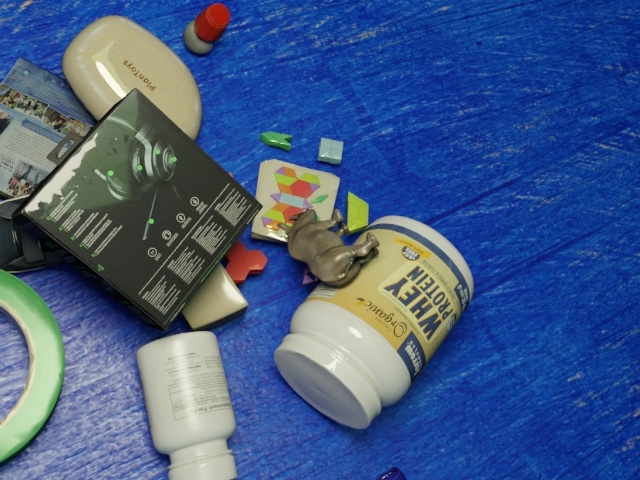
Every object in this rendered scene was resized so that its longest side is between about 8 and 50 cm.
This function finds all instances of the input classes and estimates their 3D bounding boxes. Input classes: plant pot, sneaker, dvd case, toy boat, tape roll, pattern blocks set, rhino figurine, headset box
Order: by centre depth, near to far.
[{"bbox_3d":[-0.549,0.191,1.121,0.321,0.077,0.321,6,68,-16],"label":"tape roll"},{"bbox_3d":[-0.278,-0.049,1.132,0.283,0.131,0.246,43,70,-20],"label":"headset box"},{"bbox_3d":[-0.410,-0.024,1.215,0.321,0.127,0.126,-12,90,-22],"label":"sneaker"},{"bbox_3d":[0.000,0.000,1.255,0.106,0.243,0.073,-39,125,-10],"label":"rhino figurine"},{"bbox_3d":[-0.194,0.097,1.271,0.096,0.109,0.109,-33,84,-16],"label":"plant pot"},{"bbox_3d":[-0.500,-0.181,1.310,0.180,0.022,0.253,27,64,-9],"label":"dvd case"},{"bbox_3d":[-0.289,-0.310,1.374,0.267,0.148,0.318,48,66,-14],"label":"toy boat"},{"bbox_3d":[-0.051,-0.065,1.390,0.286,0.026,0.324,2,61,-11],"label":"pattern blocks set"}]

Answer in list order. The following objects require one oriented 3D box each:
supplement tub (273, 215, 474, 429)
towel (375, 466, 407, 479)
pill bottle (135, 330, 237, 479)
[{"bbox_3d":[0.092,0.136,1.283,0.228,0.228,0.316,42,63,-1],"label":"supplement tub"},{"bbox_3d":[0.123,0.554,1.221,0.228,0.076,0.308,-28,81,-25],"label":"towel"},{"bbox_3d":[-0.203,0.268,1.182,0.131,0.131,0.229,-9,73,-22],"label":"pill bottle"}]
